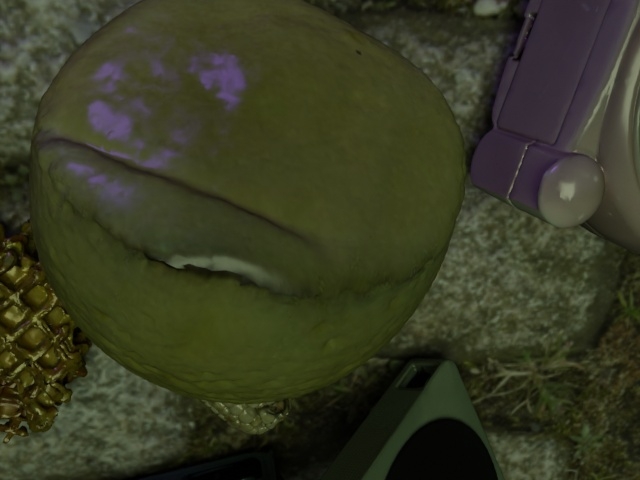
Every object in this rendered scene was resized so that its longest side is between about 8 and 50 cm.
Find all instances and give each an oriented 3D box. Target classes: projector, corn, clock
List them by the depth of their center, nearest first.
[{"bbox_3d":[0.336,-0.128,0.612,0.326,0.184,0.342,13,109,-16],"label":"clock"},{"bbox_3d":[-0.109,0.100,0.656,0.087,0.087,0.211,-43,109,5],"label":"corn"},{"bbox_3d":[0.092,0.289,0.682,0.257,0.079,0.259,-42,114,-41],"label":"projector"}]

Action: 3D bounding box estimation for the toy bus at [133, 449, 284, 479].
[{"bbox_3d":[-0.179,0.351,0.669,0.344,0.183,0.199,-12,109,-4],"label":"toy bus"}]

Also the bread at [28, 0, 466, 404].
[{"bbox_3d":[-0.058,-0.028,0.540,0.321,0.237,0.320,8,66,-19],"label":"bread"}]

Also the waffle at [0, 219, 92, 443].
[{"bbox_3d":[-0.300,0.090,0.609,0.193,0.070,0.197,-14,102,-23],"label":"waffle"}]
